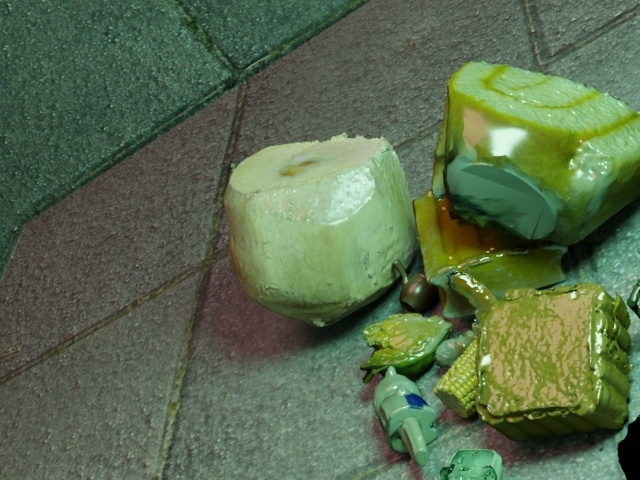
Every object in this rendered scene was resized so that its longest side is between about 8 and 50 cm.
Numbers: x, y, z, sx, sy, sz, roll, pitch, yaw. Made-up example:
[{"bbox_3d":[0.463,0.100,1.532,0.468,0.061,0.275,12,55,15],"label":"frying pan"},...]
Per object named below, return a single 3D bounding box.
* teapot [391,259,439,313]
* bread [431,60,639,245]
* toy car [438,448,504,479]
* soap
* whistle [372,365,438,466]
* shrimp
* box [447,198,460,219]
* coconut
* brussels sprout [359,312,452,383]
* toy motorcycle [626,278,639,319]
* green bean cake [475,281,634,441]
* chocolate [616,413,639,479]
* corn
[{"bbox_3d":[0.173,0.088,2.327,0.080,0.110,0.085,-51,4,-18],"label":"teapot"},{"bbox_3d":[0.382,-0.126,2.055,0.395,0.239,0.264,18,39,11],"label":"bread"},{"bbox_3d":[0.214,0.422,1.804,0.090,0.076,0.224,-8,50,45],"label":"toy car"},{"bbox_3d":[0.315,-0.006,2.228,0.259,0.143,0.281,-16,31,11],"label":"soap"},{"bbox_3d":[0.147,0.302,2.049,0.092,0.110,0.244,-7,24,-9],"label":"whistle"},{"bbox_3d":[0.241,0.140,2.100,0.161,0.166,0.049,-31,2,23],"label":"shrimp"},{"bbox_3d":[0.275,-0.070,2.204,0.082,0.023,0.051,-15,37,13],"label":"box"},{"bbox_3d":[0.000,0.000,2.435,0.404,0.404,0.404,-31,28,19],"label":"coconut"},{"bbox_3d":[0.155,0.197,2.194,0.181,0.100,0.139,-14,26,-5],"label":"brussels sprout"},{"bbox_3d":[0.553,0.073,1.800,0.275,0.127,0.205,-48,39,-17],"label":"toy motorcycle"},{"bbox_3d":[0.364,0.188,1.851,0.229,0.131,0.224,-12,55,35],"label":"green bean cake"},{"bbox_3d":[0.499,0.275,1.623,0.133,0.156,0.156,-27,13,-41],"label":"chocolate"},{"bbox_3d":[0.297,0.191,2.018,0.244,0.093,0.093,-47,27,-8],"label":"corn"}]
